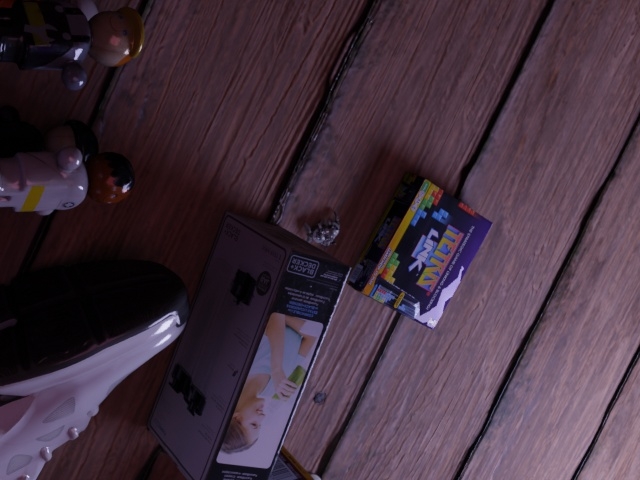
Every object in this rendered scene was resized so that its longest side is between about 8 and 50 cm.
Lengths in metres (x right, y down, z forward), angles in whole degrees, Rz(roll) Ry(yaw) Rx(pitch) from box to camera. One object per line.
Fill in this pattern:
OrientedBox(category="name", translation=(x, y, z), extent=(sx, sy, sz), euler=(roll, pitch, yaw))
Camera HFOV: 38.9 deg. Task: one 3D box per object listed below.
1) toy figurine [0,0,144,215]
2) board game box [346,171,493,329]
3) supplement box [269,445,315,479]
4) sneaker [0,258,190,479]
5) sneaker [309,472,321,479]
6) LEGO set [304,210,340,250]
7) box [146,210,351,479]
OrientedBox(category="toy figurine", translation=(-0.254, -0.134, 0.849), extent=(0.148, 0.209, 0.213), euler=(-5, 109, -34))
OrientedBox(category="board game box", translation=(0.134, 0.016, 1.211), extent=(0.141, 0.048, 0.170), euler=(28, 91, -32))
OrientedBox(category="supplement box", translation=(-0.062, 0.379, 1.187), extent=(0.081, 0.104, 0.188), euler=(-10, 111, -25))
OrientedBox(category="sneaker", translation=(-0.324, 0.204, 0.973), extent=(0.447, 0.169, 0.257), euler=(-25, 126, -11))
OrientedBox(category="sneaker", translation=(0.031, 0.410, 1.260), extent=(0.064, 0.086, 0.192), euler=(-39, 121, -13))
OrientedBox(category="LEGO set", translation=(0.001, 0.002, 1.146), extent=(0.054, 0.023, 0.083), euler=(11, 100, -32))
OrientedBox(category="box", translation=(-0.090, 0.129, 1.054), extent=(0.087, 0.169, 0.290), euler=(18, 96, -35))
